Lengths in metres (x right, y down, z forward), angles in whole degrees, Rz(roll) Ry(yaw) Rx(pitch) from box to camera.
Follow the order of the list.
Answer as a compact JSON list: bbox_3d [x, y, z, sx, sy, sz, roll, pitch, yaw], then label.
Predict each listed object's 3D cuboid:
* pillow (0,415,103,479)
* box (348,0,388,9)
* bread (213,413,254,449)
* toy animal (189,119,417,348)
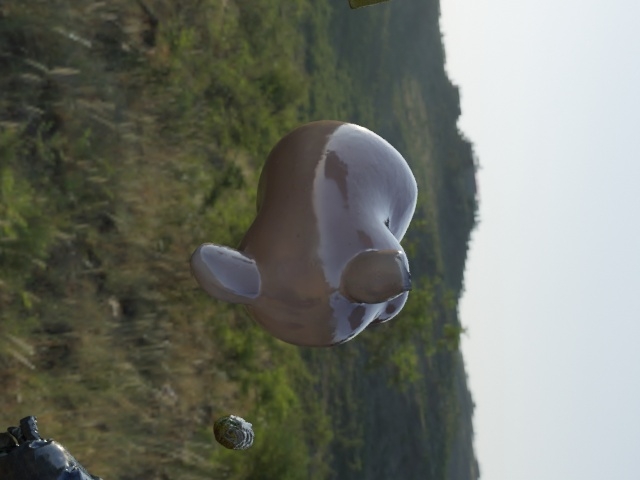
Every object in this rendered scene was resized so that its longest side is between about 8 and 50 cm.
[{"bbox_3d":[-0.143,0.278,0.614,0.093,0.161,0.335,-22,84,-43],"label":"pillow"},{"bbox_3d":[0.096,-0.257,0.864,0.086,0.155,0.023,-98,175,-50],"label":"box"},{"bbox_3d":[-0.158,0.344,1.693,0.066,0.060,0.110,61,1,16],"label":"bread"},{"bbox_3d":[0.000,0.004,0.947,0.212,0.195,0.256,80,12,-46],"label":"toy animal"}]
